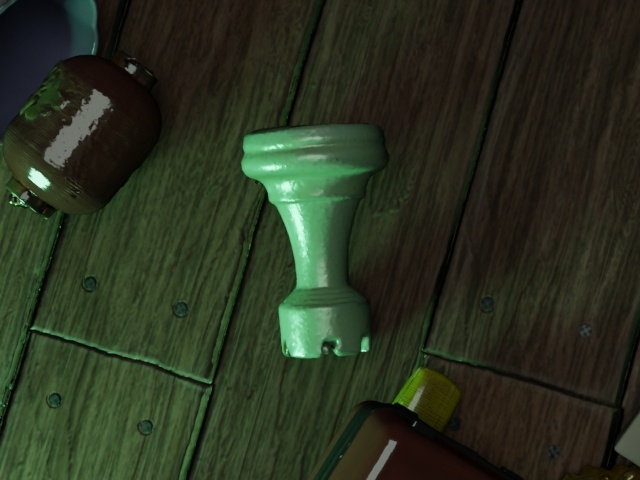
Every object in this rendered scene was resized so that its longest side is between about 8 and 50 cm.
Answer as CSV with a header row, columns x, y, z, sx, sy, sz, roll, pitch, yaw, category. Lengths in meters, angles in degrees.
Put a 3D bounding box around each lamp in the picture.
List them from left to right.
x,y,z,sx,sy,sz,roll,pitch,yaw,category
-0.323,-0.141,1.950,0.180,0.180,0.258,39,89,9,lamp

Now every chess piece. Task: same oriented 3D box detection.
x,y,z,sx,sy,sz,roll,pitch,yaw,category
0.000,0.000,1.897,0.195,0.194,0.299,-4,91,5,chess piece

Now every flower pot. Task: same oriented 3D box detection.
x,y,z,sx,sy,sz,roll,pitch,yaw,category
-0.474,-0.290,1.951,0.243,0.265,0.265,36,87,20,flower pot

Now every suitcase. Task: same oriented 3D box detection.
x,y,z,sx,sy,sz,roll,pitch,yaw,category
0.124,0.357,1.796,0.297,0.161,0.236,32,90,-16,suitcase

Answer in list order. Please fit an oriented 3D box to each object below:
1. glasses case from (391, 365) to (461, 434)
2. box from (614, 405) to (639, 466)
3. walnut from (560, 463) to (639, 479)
x,y,z,sx,sy,sz,roll,pitch,yaw,category
0.101,0.275,1.896,0.079,0.064,0.234,34,87,-16,glasses case
0.576,0.276,1.819,0.353,0.069,0.214,34,107,7,box
0.381,0.357,1.857,0.170,0.069,0.143,-2,75,3,walnut
